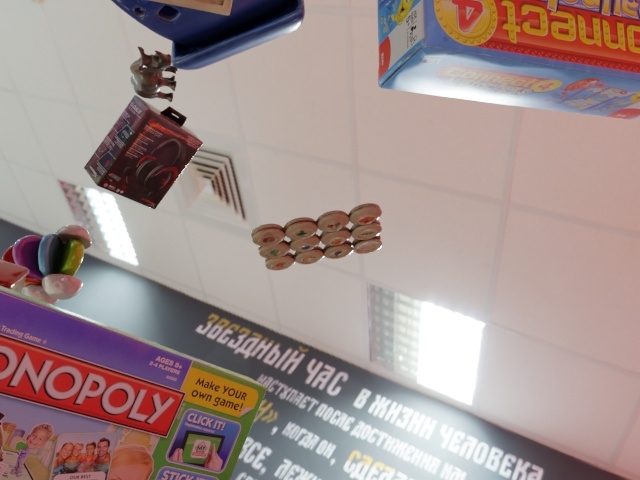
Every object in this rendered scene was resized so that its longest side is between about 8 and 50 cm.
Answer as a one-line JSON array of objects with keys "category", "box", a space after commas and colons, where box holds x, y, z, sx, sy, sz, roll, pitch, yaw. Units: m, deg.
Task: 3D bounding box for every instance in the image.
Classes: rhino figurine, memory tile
[{"category": "rhino figurine", "box": [-0.391, -0.391, 1.208, 0.243, 0.106, 0.073, 171, -78, -70]}, {"category": "memory tile", "box": [0.000, 0.000, 0.600, 0.147, 0.012, 0.113, -12, -26, 0]}]

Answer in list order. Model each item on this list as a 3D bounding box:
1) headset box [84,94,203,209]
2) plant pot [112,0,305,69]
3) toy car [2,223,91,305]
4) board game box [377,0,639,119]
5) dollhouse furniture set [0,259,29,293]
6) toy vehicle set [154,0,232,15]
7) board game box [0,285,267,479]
[{"category": "headset box", "box": [-0.508, -0.265, 1.518, 0.110, 0.293, 0.218, 43, 7, 33]}, {"category": "plant pot", "box": [-0.146, -0.386, 0.690, 0.235, 0.236, 0.212, -17, -35, 14]}, {"category": "toy car", "box": [-0.570, 0.043, 1.061, 0.182, 0.159, 0.136, -21, -35, 31]}, {"category": "board game box", "box": [0.207, -0.288, 0.494, 0.086, 0.308, 0.302, 159, -69, -71]}, {"category": "dollhouse furniture set", "box": [-0.526, -0.003, 0.526, 0.373, 0.201, 0.152, 19, -78, -14]}, {"category": "toy vehicle set", "box": [-0.124, -0.315, 0.365, 0.035, 0.165, 0.267, 61, -39, 45]}, {"category": "board game box", "box": [-0.215, 0.163, 0.391, 0.317, 0.214, 0.046, 30, -14, -32]}]
